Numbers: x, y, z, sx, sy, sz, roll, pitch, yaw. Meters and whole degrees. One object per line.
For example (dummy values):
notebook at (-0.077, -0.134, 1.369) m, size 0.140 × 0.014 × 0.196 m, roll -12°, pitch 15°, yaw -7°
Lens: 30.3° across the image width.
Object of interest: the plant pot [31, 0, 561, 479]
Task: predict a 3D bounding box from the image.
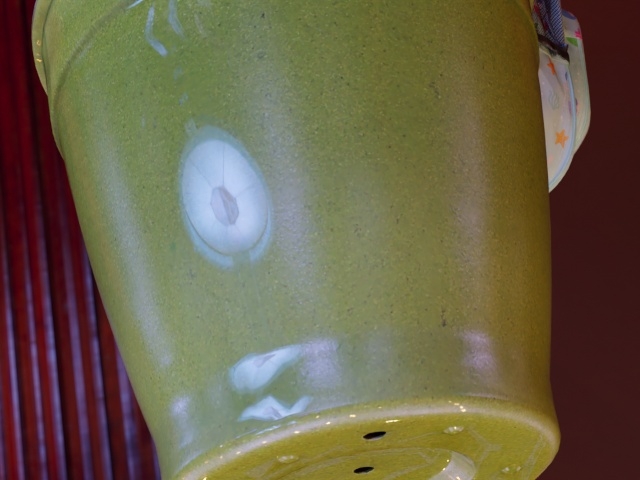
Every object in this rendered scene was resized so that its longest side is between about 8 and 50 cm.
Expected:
plant pot at (0.000, 0.000, 0.781) m, size 0.366 × 0.353 × 0.366 m, roll -7°, pitch 150°, yaw -4°

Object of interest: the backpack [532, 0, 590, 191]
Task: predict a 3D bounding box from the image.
backpack at (0.147, -0.136, 1.158) m, size 0.191 × 0.254 × 0.225 m, roll 22°, pitch 144°, yaw -36°
